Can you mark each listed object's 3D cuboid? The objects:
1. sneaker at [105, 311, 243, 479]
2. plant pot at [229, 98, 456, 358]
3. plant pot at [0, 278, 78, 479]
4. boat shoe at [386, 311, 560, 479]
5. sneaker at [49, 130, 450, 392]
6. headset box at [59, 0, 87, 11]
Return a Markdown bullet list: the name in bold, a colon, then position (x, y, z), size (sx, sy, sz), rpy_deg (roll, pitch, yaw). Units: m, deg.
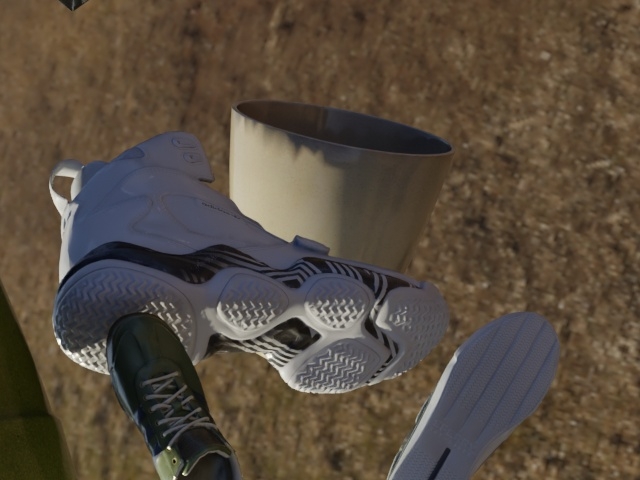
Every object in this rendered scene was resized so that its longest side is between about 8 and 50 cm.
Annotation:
- **sneaker**: position (-0.096, 0.141, 0.912), size (0.086, 0.064, 0.192), rpy_deg (-14, 95, 64)
- **plant pot**: position (0.000, 0.000, 1.431), size (0.256, 0.256, 0.274), rpy_deg (-143, 61, -61)
- **plant pot**: position (-0.374, 0.061, 0.863), size (0.366, 0.366, 0.353), rpy_deg (-26, 75, 54)
- **boat shoe**: position (0.167, 0.225, 1.546), size (0.335, 0.121, 0.119), rpy_deg (-49, 1, -19)
- **sneaker**: position (-0.065, 0.013, 1.099), size (0.137, 0.366, 0.210), rpy_deg (-62, 36, 36)
- **headset box**: position (-0.218, -0.260, 1.141), size (0.062, 0.032, 0.083), rpy_deg (-31, 49, 19)
